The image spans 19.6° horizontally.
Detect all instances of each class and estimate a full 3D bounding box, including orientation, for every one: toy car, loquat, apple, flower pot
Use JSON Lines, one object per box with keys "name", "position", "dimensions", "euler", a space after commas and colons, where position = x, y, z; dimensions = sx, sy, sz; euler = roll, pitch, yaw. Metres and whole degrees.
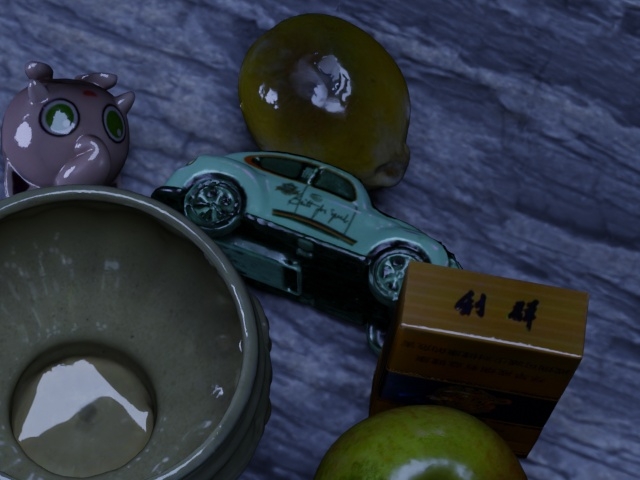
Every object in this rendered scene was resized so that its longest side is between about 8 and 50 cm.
{"name": "toy car", "position": [0.000, 0.000, 1.670], "dimensions": [0.306, 0.136, 0.125], "euler": [18, 64, 10]}
{"name": "loquat", "position": [0.009, -0.124, 1.746], "dimensions": [0.152, 0.152, 0.195], "euler": [-31, 64, -20]}
{"name": "apple", "position": [0.083, 0.229, 1.548], "dimensions": [0.196, 0.196, 0.196], "euler": [3, 62, -5]}
{"name": "flower pot", "position": [-0.193, 0.126, 1.537], "dimensions": [0.307, 0.244, 0.307], "euler": [3, 63, -6]}

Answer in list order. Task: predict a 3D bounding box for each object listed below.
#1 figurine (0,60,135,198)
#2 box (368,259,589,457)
{"name": "figurine", "position": [-0.234, -0.094, 1.716], "dimensions": [0.125, 0.125, 0.138], "euler": [1, 75, -6]}
{"name": "box", "position": [0.129, 0.107, 1.584], "dimensions": [0.152, 0.237, 0.070], "euler": [10, 65, 0]}
